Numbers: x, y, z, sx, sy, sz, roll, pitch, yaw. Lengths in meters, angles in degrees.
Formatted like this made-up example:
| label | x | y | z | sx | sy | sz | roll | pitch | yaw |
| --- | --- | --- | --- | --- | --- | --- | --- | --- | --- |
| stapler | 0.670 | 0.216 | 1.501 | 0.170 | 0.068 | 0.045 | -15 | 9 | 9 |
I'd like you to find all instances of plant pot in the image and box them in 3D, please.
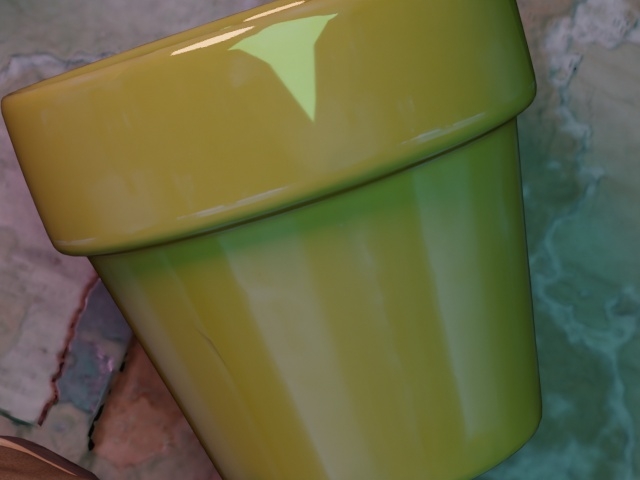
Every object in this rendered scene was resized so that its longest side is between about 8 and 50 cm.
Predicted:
| label | x | y | z | sx | sy | sz | roll | pitch | yaw |
| --- | --- | --- | --- | --- | --- | --- | --- | --- | --- |
| plant pot | 0.000 | 0.000 | 0.841 | 0.254 | 0.254 | 0.239 | -21 | 100 | -13 |

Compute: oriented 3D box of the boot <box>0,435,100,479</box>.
| label | x | y | z | sx | sy | sz | roll | pitch | yaw |
| --- | --- | --- | --- | --- | --- | --- | --- | --- | --- |
| boot | -0.095 | 0.157 | 0.769 | 0.305 | 0.115 | 0.112 | 10 | 86 | 29 |
